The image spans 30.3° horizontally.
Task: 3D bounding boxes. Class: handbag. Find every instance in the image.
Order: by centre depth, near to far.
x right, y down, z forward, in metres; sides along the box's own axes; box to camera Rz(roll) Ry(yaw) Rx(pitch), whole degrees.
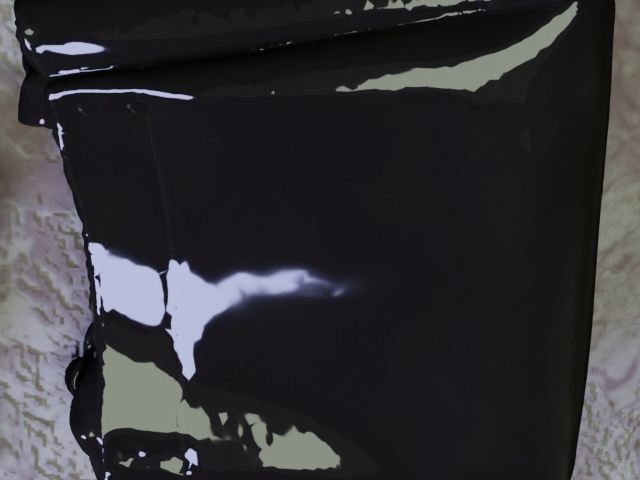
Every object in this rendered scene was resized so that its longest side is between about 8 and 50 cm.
[{"bbox_3d":[0.000,0.000,0.538,0.257,0.113,0.285,-5,123,-4],"label":"handbag"}]
